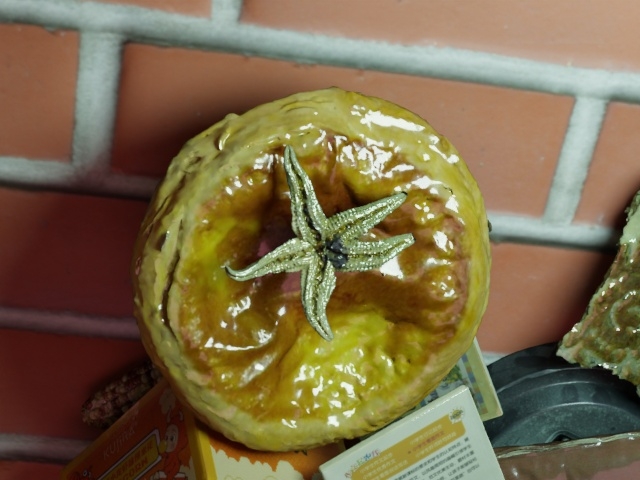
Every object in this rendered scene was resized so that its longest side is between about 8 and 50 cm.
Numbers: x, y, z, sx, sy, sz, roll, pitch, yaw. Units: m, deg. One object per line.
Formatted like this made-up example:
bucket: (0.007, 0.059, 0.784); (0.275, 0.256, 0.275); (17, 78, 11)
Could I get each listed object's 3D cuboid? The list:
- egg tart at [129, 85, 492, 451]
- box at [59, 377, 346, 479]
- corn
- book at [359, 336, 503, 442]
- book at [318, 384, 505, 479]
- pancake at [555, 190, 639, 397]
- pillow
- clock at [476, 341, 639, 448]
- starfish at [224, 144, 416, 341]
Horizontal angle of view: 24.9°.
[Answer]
egg tart: (-0.015, 0.027, 1.698); (0.443, 0.178, 0.443); (-5, 109, -13)
box: (-0.141, 0.324, 1.835); (0.259, 0.214, 0.283); (22, 128, -37)
corn: (-0.198, 0.186, 1.873); (0.237, 0.079, 0.079); (-25, 121, 13)
book: (0.119, 0.178, 1.876); (0.192, 0.013, 0.168); (-20, 96, 14)
book: (0.140, 0.345, 1.789); (0.208, 0.020, 0.295); (-28, 116, -10)
pancake: (0.493, 0.104, 1.844); (0.427, 0.067, 0.305); (36, 100, -25)
pillow: (0.361, 0.371, 1.913); (0.308, 0.108, 0.305); (-11, 124, 11)
clock: (0.332, 0.306, 1.984); (0.386, 0.076, 0.386); (-2, 123, -3)
starfish: (-0.001, 0.000, 1.571); (0.223, 0.050, 0.216); (-17, 104, -21)
